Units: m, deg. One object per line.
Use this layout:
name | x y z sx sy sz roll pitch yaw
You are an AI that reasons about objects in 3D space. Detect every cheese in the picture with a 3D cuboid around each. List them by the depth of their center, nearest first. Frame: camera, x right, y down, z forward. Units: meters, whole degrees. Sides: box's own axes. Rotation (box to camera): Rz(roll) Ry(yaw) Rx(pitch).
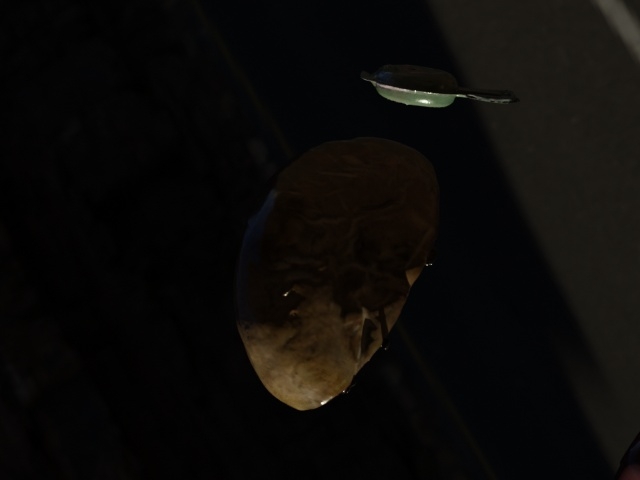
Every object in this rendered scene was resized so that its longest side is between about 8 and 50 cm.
cheese | 0.090 -0.116 1.266 0.067 0.120 0.026 -88 6 -76

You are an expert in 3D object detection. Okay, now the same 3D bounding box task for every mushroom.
mushroom | 0.000 0.000 1.505 0.151 0.286 0.156 40 149 -27

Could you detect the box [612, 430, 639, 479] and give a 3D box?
box | 0.306 0.199 1.233 0.167 0.193 0.294 33 152 15
